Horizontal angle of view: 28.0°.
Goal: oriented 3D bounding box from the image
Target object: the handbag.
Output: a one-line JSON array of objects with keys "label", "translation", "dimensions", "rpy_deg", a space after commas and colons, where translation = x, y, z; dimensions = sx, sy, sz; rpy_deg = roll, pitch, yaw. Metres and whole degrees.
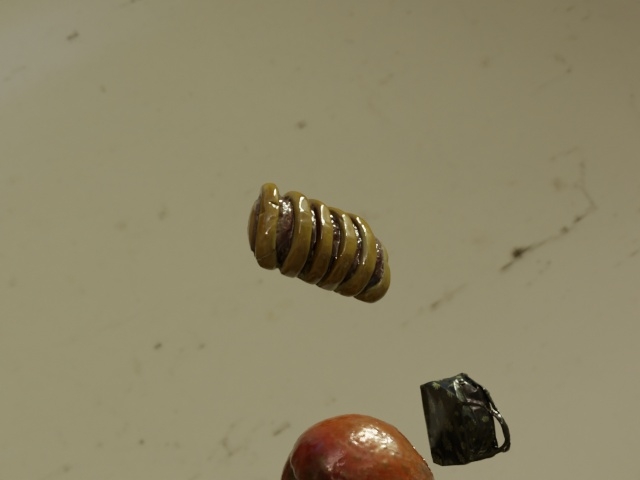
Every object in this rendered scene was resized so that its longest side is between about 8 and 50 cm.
[{"label": "handbag", "translation": [0.196, 0.232, 1.609], "dimensions": [0.139, 0.072, 0.115], "rpy_deg": [4, -76, 61]}]

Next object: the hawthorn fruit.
[{"label": "hawthorn fruit", "translation": [0.036, 0.269, 1.371], "dimensions": [0.173, 0.173, 0.173], "rpy_deg": [42, -31, 32]}]

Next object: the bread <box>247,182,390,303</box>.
[{"label": "bread", "translation": [0.000, 0.000, 1.786], "dimensions": [0.081, 0.225, 0.134], "rpy_deg": [-46, -141, 38]}]
